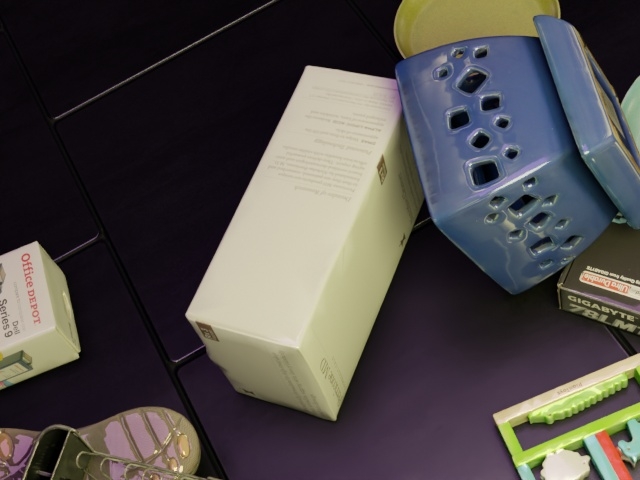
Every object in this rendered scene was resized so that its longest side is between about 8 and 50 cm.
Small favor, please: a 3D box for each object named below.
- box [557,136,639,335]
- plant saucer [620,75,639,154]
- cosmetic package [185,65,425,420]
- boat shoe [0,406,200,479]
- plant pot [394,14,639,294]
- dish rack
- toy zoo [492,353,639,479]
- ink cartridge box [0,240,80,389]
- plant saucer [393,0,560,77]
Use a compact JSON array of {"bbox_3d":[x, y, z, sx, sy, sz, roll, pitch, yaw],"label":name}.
[{"bbox_3d":[0.478,-0.004,1.320,0.295,0.073,0.293,19,64,25],"label":"box"},{"bbox_3d":[0.522,-0.122,1.315,0.317,0.044,0.317,-8,56,11],"label":"plant saucer"},{"bbox_3d":[0.000,0.000,1.353,0.156,0.217,0.385,12,64,21],"label":"cosmetic package"},{"bbox_3d":[-0.313,0.292,1.300,0.355,0.130,0.132,-8,67,1],"label":"boat shoe"},{"bbox_3d":[0.245,-0.108,1.265,0.212,0.236,0.236,-24,56,22],"label":"plant pot"},{"bbox_3d":[-0.204,0.324,1.144,0.271,0.074,0.208,8,71,24],"label":"dish rack"},{"bbox_3d":[0.337,0.286,1.198,0.192,0.030,0.293,-23,56,-1],"label":"toy zoo"},{"bbox_3d":[-0.447,0.117,1.465,0.212,0.093,0.154,-21,56,-1],"label":"ink cartridge box"},{"bbox_3d":[0.229,-0.313,1.593,0.241,0.037,0.241,-7,58,11],"label":"plant saucer"}]
